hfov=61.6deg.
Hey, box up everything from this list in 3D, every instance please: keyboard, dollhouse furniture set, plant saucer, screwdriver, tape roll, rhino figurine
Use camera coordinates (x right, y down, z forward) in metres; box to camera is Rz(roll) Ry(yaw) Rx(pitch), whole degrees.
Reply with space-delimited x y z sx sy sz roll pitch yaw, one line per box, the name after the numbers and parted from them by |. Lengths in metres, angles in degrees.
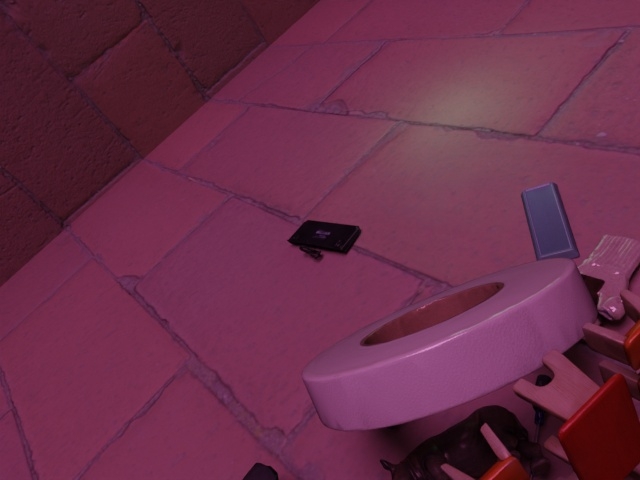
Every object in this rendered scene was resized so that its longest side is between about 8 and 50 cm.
0.000 0.000 1.241 0.180 0.023 0.108 8 48 45 | keyboard
0.295 0.227 0.537 0.262 0.259 0.135 -41 34 -7 | dollhouse furniture set
0.404 -0.036 0.957 0.067 0.018 0.192 -17 40 24 | plant saucer
0.290 0.260 0.718 0.024 0.025 0.169 -3 56 37 | screwdriver
0.163 0.129 0.723 0.392 0.071 0.392 -25 -3 -1 | tape roll
0.168 0.301 0.715 0.243 0.073 0.106 -30 22 10 | rhino figurine

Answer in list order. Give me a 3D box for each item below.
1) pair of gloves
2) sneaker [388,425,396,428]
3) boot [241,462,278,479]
0.455 0.086 0.756 0.204 0.042 0.240 -44 37 -11 | pair of gloves
0.098 0.240 0.864 0.058 0.052 0.135 -31 36 -2 | sneaker
-0.205 0.502 0.729 0.367 0.146 0.445 13 59 42 | boot
